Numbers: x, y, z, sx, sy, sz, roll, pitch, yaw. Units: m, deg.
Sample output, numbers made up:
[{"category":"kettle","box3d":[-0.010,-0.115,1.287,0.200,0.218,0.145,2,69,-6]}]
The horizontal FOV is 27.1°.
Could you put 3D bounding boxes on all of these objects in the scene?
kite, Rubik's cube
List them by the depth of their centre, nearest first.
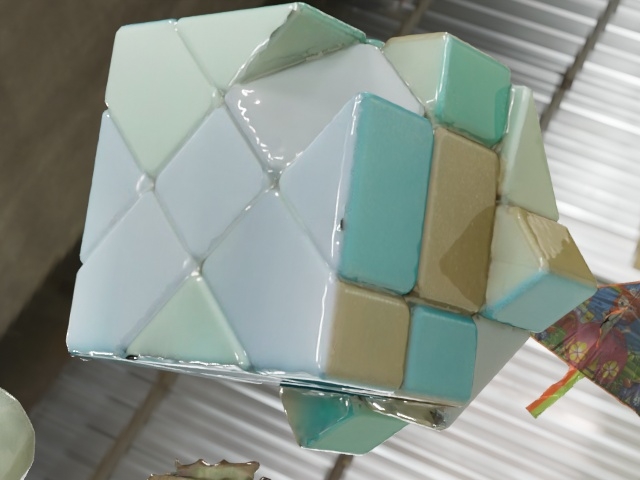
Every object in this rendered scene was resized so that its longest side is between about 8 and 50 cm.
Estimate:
[{"category":"Rubik's cube","box3d":[0.000,0.000,0.714,0.213,0.265,0.224,16,-100,-50]},{"category":"kite","box3d":[0.219,0.092,1.083,0.159,0.190,0.010,-60,-11,28]}]

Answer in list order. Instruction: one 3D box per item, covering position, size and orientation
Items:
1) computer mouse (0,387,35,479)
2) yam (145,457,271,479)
[{"category":"computer mouse","box3d":[-0.262,0.183,0.918,0.056,0.089,0.182,-13,-52,-65]},{"category":"yam","box3d":[-0.047,0.182,0.473,0.238,0.129,0.128,97,158,-57]}]
